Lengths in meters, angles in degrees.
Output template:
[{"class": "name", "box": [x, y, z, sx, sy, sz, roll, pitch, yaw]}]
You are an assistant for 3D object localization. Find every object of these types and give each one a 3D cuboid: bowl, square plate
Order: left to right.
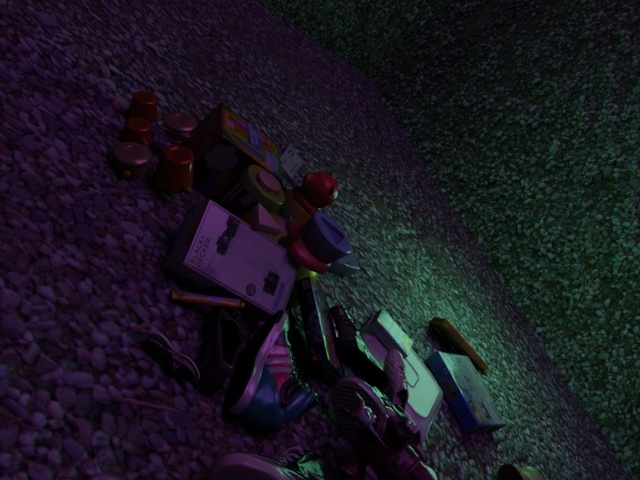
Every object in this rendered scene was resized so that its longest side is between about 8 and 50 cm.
[{"class": "bowl", "box": [-0.093, 0.019, 1.785, 0.289, 0.156, 0.289, 40, 26, -24]}, {"class": "square plate", "box": [0.235, 0.389, 1.973, 0.347, 0.049, 0.344, 52, 22, 4]}]

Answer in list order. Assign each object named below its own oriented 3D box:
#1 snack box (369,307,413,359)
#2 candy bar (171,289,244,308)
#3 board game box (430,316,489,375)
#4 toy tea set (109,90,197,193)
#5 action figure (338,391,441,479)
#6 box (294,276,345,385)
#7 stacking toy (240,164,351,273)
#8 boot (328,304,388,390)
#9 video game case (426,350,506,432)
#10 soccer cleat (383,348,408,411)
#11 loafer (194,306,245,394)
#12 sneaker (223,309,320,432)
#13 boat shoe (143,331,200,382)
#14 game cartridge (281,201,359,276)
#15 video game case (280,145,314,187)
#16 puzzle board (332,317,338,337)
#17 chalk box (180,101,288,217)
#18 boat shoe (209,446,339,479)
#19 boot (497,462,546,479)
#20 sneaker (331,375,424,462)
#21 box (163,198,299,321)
[{"class": "snack box", "box": [0.209, 0.277, 1.981, 0.141, 0.037, 0.100, 49, 22, -2]}, {"class": "candy bar", "box": [-0.241, 0.127, 1.442, 0.161, 0.018, 0.040, 9, 14, -21]}, {"class": "board game box", "box": [0.510, 0.384, 2.440, 0.259, 0.039, 0.124, 51, -10, -6]}, {"class": "toy tea set", "box": [-0.411, -0.234, 1.682, 0.199, 0.124, 0.336, 9, 41, -15]}, {"class": "action figure", "box": [0.180, 0.486, 1.468, 0.370, 0.248, 0.275, 58, 23, 10]}, {"class": "box", "box": [0.000, 0.228, 1.680, 0.159, 0.044, 0.233, 59, 14, -54]}, {"class": "stacking toy", "box": [-0.045, -0.090, 1.661, 0.279, 0.130, 0.309, 33, 27, -37]}, {"class": "boot", "box": [0.103, 0.282, 1.772, 0.161, 0.083, 0.246, -102, 164, -48]}, {"class": "video game case", "box": [0.486, 0.507, 2.243, 0.244, 0.061, 0.270, 21, 37, -52]}, {"class": "soccer cleat", "box": [0.209, 0.384, 1.804, 0.068, 0.076, 0.196, 14, 62, -19]}, {"class": "loafer", "box": [-0.193, 0.207, 1.402, 0.096, 0.084, 0.267, 41, 25, -18]}, {"class": "sneaker", "box": [-0.077, 0.290, 1.428, 0.178, 0.124, 0.296, 41, 35, -13]}, {"class": "boat shoe", "box": [-0.281, 0.225, 1.264, 0.125, 0.046, 0.038, 47, 23, -1]}, {"class": "game cartridge", "box": [0.000, 0.000, 2.120, 0.294, 0.060, 0.196, 31, 26, -39]}, {"class": "video game case", "box": [-0.076, -0.237, 2.377, 0.183, 0.023, 0.201, 46, 22, -10]}, {"class": "puzzle board", "box": [0.024, 0.222, 1.880, 0.128, 0.011, 0.096, 48, 23, -6]}, {"class": "chalk box", "box": [-0.221, -0.199, 1.850, 0.289, 0.180, 0.179, 36, 27, -34]}, {"class": "boat shoe", "box": [-0.075, 0.444, 1.243, 0.340, 0.127, 0.158, 46, 15, -31]}, {"class": "boot", "box": [0.668, 0.817, 2.077, 0.203, 0.095, 0.262, 25, 30, -49]}, {"class": "sneaker", "box": [0.141, 0.443, 1.621, 0.321, 0.126, 0.127, 58, 26, -10]}, {"class": "box", "box": [-0.194, 0.053, 1.537, 0.290, 0.087, 0.169, 36, 61, -32]}]
